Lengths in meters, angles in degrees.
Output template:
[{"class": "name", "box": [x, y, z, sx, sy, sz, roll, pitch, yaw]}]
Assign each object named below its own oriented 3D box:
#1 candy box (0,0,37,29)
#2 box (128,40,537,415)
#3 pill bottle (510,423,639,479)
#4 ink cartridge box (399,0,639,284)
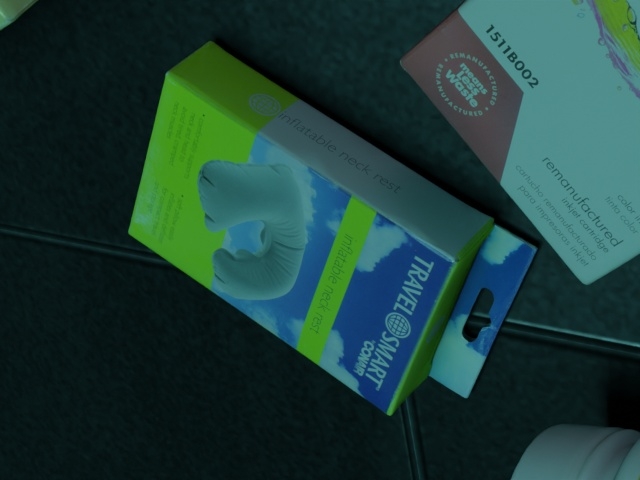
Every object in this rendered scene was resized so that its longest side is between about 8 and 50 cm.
[{"class": "candy box", "box": [-0.249, -0.212, 0.746, 0.316, 0.087, 0.183, 51, 145, -14]}, {"class": "box", "box": [0.000, 0.000, 0.780, 0.178, 0.042, 0.109, 33, 135, 15]}, {"class": "pill bottle", "box": [0.183, 0.131, 0.678, 0.208, 0.119, 0.119, 3, 121, 36]}, {"class": "ink cartridge box", "box": [0.134, -0.081, 0.600, 0.115, 0.067, 0.198, 49, 136, -2]}]
